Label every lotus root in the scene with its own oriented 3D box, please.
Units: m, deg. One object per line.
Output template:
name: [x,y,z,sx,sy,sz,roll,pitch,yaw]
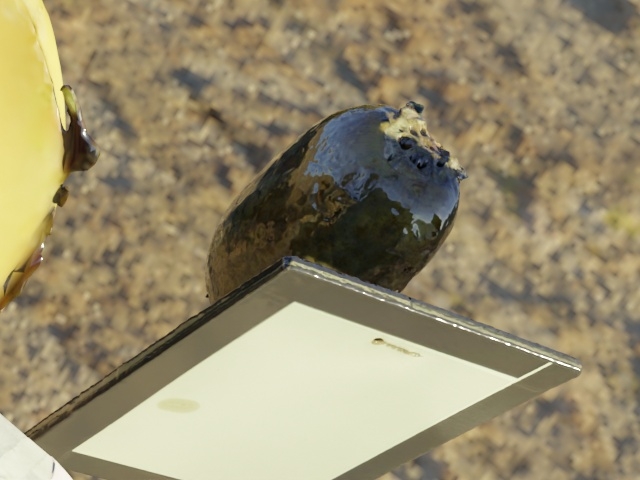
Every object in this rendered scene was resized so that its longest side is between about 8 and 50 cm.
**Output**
lotus root: [0.000,0.000,1.481,0.152,0.275,0.160,30,39,-13]

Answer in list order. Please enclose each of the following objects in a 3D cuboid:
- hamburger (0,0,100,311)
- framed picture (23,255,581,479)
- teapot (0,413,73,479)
hamburger: [-0.213,-0.059,0.681,0.237,0.237,0.149,19,16,-23]
framed picture: [-0.023,0.121,1.266,0.265,0.347,0.016,20,53,-32]
teapot: [-0.246,0.170,1.188,0.178,0.221,0.163,34,24,-2]
